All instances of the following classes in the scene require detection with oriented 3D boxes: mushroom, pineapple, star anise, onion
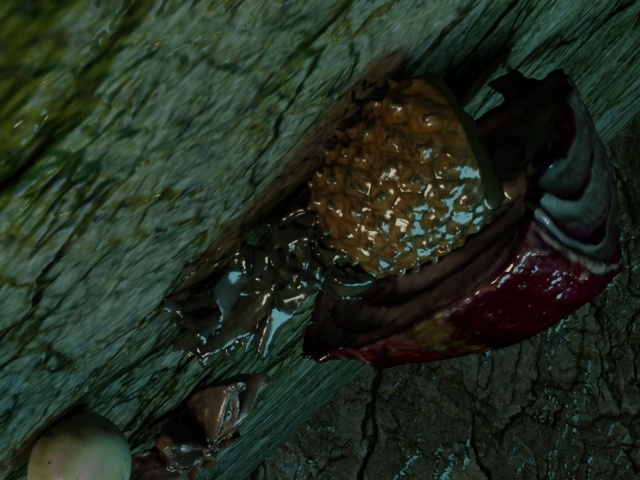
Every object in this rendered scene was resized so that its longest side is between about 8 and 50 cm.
[{"bbox_3d":[-0.177,0.166,0.678,0.083,0.067,0.084,-37,133,-54],"label":"mushroom"},{"bbox_3d":[0.000,0.000,0.620,0.251,0.125,0.125,-36,172,19],"label":"pineapple"},{"bbox_3d":[-0.128,0.200,1.008,0.172,0.063,0.208,-49,165,8],"label":"star anise"},{"bbox_3d":[0.123,0.013,0.771,0.280,0.146,0.314,-37,-161,38],"label":"onion"}]
